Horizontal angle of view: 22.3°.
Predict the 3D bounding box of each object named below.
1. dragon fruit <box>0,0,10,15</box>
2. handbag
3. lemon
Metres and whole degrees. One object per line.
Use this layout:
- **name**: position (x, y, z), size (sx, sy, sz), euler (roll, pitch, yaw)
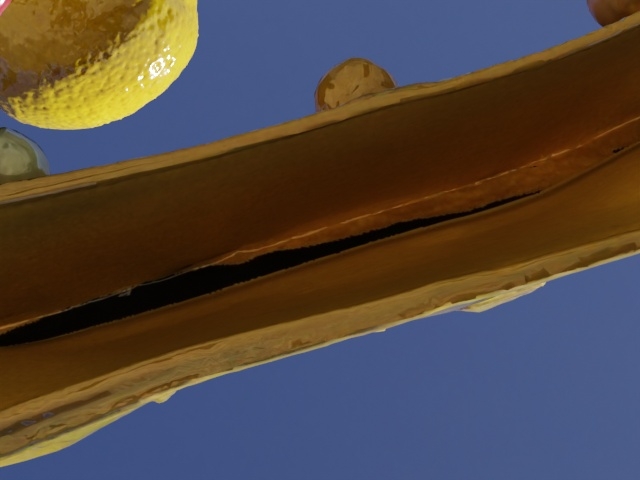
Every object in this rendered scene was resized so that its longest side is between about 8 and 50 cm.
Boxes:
- **dragon fruit**: position (-0.275, -0.169, 0.770), size (0.249, 0.371, 0.386), euler (16, -139, 29)
- **handbag**: position (0.000, 0.000, 0.754), size (0.401, 0.283, 0.133), euler (-18, -100, -10)
- **lemon**: position (-0.218, -0.194, 1.447), size (0.256, 0.188, 0.188), euler (-20, -136, 10)
